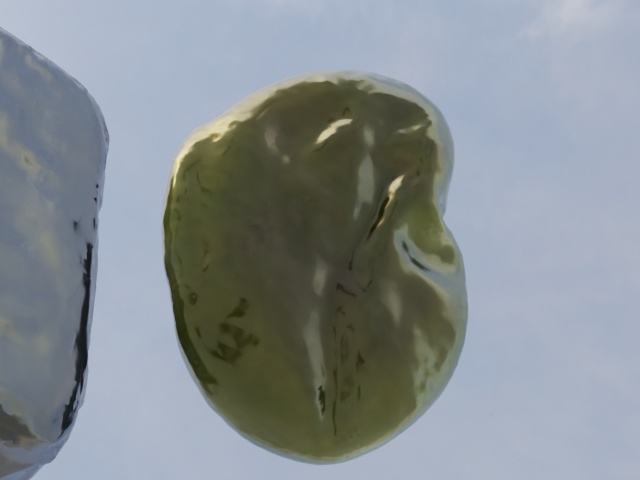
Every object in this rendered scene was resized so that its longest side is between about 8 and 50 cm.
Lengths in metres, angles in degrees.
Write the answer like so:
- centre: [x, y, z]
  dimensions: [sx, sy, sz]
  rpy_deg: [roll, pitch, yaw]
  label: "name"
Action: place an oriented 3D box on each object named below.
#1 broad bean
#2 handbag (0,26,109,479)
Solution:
- centre: [0.000, 0.002, 0.795]
  dimensions: [0.153, 0.072, 0.207]
  rpy_deg: [21, -136, -1]
  label: "broad bean"
- centre: [-0.201, 0.023, 0.729]
  dimensions: [0.181, 0.254, 0.181]
  rpy_deg: [32, -58, -29]
  label: "handbag"
